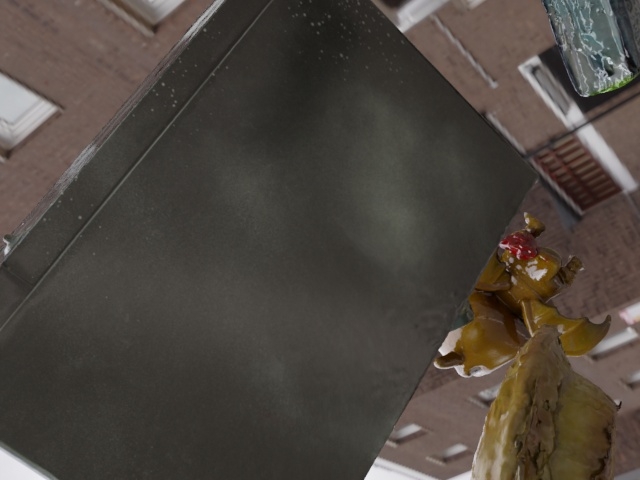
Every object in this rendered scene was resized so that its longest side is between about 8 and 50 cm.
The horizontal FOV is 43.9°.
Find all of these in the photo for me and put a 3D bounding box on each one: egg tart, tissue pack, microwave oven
[{"bbox_3d":[0.346,0.347,1.190,0.443,0.178,0.442,9,-90,-67],"label":"egg tart"},{"bbox_3d":[0.281,-0.265,0.762,0.235,0.073,0.173,-46,-65,-42],"label":"tissue pack"},{"bbox_3d":[-0.070,0.027,0.679,0.374,0.236,0.432,42,-112,-17],"label":"microwave oven"}]

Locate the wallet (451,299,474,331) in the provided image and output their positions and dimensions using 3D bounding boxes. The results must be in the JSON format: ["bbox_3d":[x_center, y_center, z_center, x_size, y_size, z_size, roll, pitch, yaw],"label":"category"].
[{"bbox_3d":[0.130,0.080,1.351,0.360,0.252,0.083,-90,-24,-69],"label":"wallet"}]

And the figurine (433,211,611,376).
[{"bbox_3d":[0.398,0.127,1.819,0.401,0.387,0.268,40,-168,-16],"label":"figurine"}]
